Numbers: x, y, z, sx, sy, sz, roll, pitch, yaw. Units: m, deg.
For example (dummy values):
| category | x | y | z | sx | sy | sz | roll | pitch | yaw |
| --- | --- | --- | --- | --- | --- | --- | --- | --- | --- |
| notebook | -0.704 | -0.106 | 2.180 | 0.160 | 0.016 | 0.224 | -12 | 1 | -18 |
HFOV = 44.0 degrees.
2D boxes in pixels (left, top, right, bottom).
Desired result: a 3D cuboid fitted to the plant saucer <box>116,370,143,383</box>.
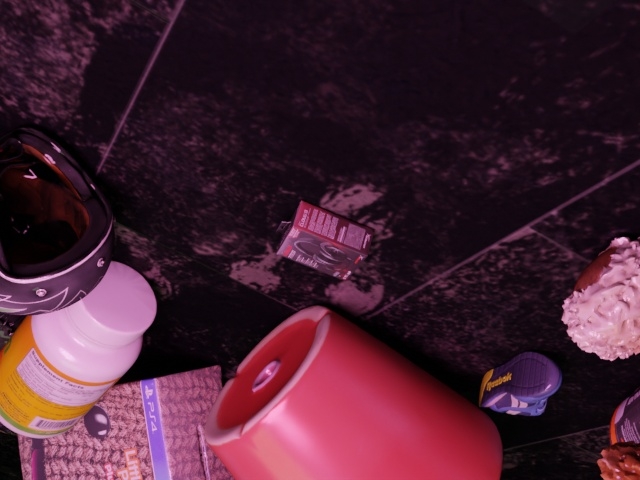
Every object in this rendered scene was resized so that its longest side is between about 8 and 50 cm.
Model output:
| category | x | y | z | sx | sy | sz | roll | pitch | yaw |
| --- | --- | --- | --- | --- | --- | --- | --- | --- | --- |
| plant saucer | -0.379 | 0.273 | 1.379 | 0.277 | 0.041 | 0.278 | 12 | 148 | 8 |

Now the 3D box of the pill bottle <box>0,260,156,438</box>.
| category | x | y | z | sx | sy | sz | roll | pitch | yaw |
| --- | --- | --- | --- | --- | --- | --- | --- | --- | --- |
| pill bottle | -0.306 | 0.132 | 0.979 | 0.136 | 0.136 | 0.245 | 31 | 127 | -21 |

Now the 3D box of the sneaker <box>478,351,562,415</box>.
| category | x | y | z | sx | sy | sz | roll | pitch | yaw |
| --- | --- | --- | --- | --- | --- | --- | --- | --- | --- |
| sneaker | 0.230 | 0.161 | 0.872 | 0.059 | 0.053 | 0.144 | 24 | 157 | -8 |

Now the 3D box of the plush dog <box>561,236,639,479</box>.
| category | x | y | z | sx | sy | sz | roll | pitch | yaw |
| --- | --- | --- | --- | --- | --- | --- | --- | --- | --- |
| plush dog | 0.324 | 0.108 | 0.565 | 0.210 | 0.226 | 0.262 | 34 | 146 | -25 |

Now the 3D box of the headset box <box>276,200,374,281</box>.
| category | x | y | z | sx | sy | sz | roll | pitch | yaw |
| --- | --- | --- | --- | --- | --- | --- | --- | --- | --- |
| headset box | 0.000 | 0.000 | 0.748 | 0.083 | 0.032 | 0.062 | 21 | 149 | -9 |

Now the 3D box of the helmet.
| category | x | y | z | sx | sy | sz | roll | pitch | yaw |
| --- | --- | --- | --- | --- | --- | --- | --- | --- | --- |
| helmet | -0.284 | -0.008 | 0.758 | 0.169 | 0.169 | 0.162 | -12 | 123 | 40 |

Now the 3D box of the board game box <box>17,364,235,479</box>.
| category | x | y | z | sx | sy | sz | roll | pitch | yaw |
| --- | --- | --- | --- | --- | --- | --- | --- | --- | --- |
| board game box | -0.278 | 0.321 | 1.141 | 0.290 | 0.232 | 0.141 | -15 | 172 | 30 |

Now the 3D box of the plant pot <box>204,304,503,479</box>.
| category | x | y | z | sx | sy | sz | roll | pitch | yaw |
| --- | --- | --- | --- | --- | --- | --- | --- | --- | --- |
| plant pot | 0.022 | 0.222 | 0.885 | 0.243 | 0.275 | 0.275 | 44 | 143 | -13 |

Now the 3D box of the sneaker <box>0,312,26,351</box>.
| category | x | y | z | sx | sy | sz | roll | pitch | yaw |
| --- | --- | --- | --- | --- | --- | --- | --- | --- | --- |
| sneaker | -0.430 | 0.124 | 1.109 | 0.286 | 0.109 | 0.130 | 24 | 139 | -18 |

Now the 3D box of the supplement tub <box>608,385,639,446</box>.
| category | x | y | z | sx | sy | sz | roll | pitch | yaw |
| --- | --- | --- | --- | --- | --- | --- | --- | --- | --- |
| supplement tub | 0.357 | 0.187 | 0.792 | 0.106 | 0.106 | 0.198 | 15 | 149 | 4 |

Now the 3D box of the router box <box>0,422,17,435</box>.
| category | x | y | z | sx | sy | sz | roll | pitch | yaw |
| --- | --- | --- | --- | --- | --- | --- | --- | --- | --- |
| router box | -0.538 | 0.325 | 1.491 | 0.122 | 0.092 | 0.038 | 9 | 149 | 15 |
